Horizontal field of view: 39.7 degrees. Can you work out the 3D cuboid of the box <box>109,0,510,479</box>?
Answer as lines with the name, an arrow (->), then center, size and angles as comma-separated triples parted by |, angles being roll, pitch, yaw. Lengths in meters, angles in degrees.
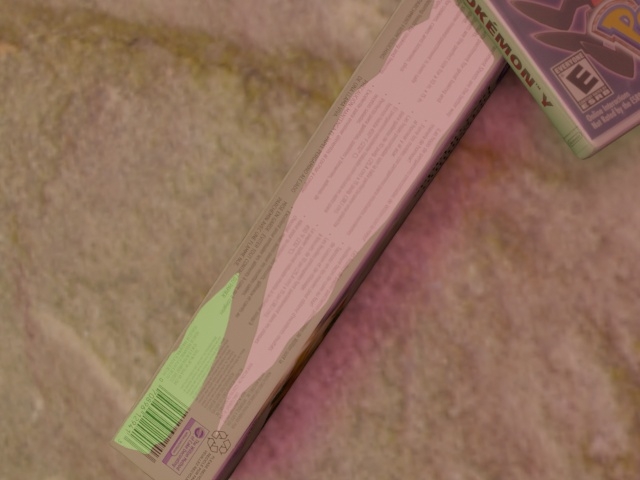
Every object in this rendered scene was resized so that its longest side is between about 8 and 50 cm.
box -> 0.000, 0.000, 0.498 | 0.067, 0.063, 0.324 | 34, 97, 9

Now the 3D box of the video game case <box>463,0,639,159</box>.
video game case -> 0.157, -0.166, 0.448 | 0.201, 0.023, 0.183 | -32, 82, -11
